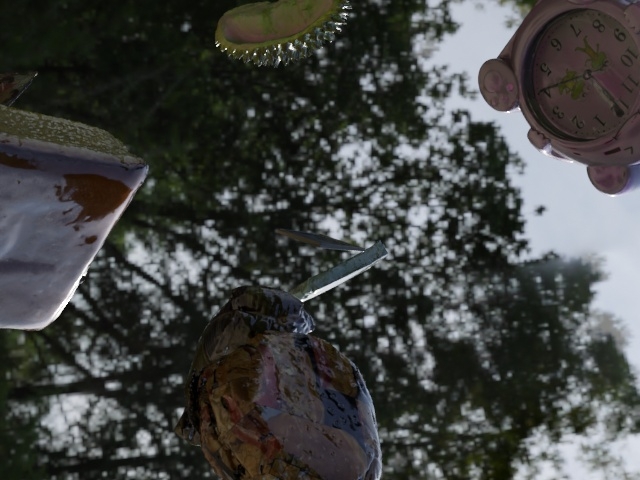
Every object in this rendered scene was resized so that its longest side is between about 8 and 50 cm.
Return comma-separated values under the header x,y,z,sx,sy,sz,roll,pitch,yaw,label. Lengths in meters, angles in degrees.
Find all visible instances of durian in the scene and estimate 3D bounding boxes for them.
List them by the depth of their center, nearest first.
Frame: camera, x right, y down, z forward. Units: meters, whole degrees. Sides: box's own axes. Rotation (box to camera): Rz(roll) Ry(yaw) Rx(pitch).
x,y,z,sx,sy,sz,roll,pitch,yaw,label
-0.093,-0.496,2.193,0.352,0.158,0.169,-10,-90,20,durian

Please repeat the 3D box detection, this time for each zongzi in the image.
x,y,z,sx,sy,sz,roll,pitch,yaw,label
-0.082,0.112,1.352,0.317,0.154,0.289,-77,-171,-47,zongzi

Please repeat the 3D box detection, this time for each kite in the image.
x,y,z,sx,sy,sz,roll,pitch,yaw,label
-0.678,-0.269,1.866,0.323,0.268,0.013,49,-13,48,kite

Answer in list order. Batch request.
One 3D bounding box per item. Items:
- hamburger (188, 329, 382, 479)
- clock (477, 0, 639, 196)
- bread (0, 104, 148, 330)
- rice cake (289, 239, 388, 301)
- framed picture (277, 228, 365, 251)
x,y,z,sx,sy,sz,roll,pitch,yaw,label
-0.034,0.193,1.007,0.107,0.231,0.231,-46,-133,25,hamburger
0.431,-0.252,1.470,0.322,0.113,0.295,52,-50,22,clock
-0.446,-0.027,1.256,0.323,0.333,0.143,-54,-126,24,bread
0.033,0.067,1.893,0.038,0.211,0.124,60,-28,6,rice cake
0.000,0.000,1.821,0.149,0.109,0.011,19,-80,52,framed picture
